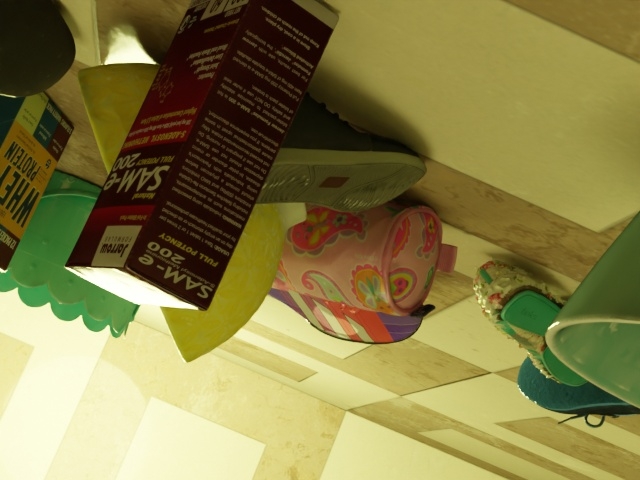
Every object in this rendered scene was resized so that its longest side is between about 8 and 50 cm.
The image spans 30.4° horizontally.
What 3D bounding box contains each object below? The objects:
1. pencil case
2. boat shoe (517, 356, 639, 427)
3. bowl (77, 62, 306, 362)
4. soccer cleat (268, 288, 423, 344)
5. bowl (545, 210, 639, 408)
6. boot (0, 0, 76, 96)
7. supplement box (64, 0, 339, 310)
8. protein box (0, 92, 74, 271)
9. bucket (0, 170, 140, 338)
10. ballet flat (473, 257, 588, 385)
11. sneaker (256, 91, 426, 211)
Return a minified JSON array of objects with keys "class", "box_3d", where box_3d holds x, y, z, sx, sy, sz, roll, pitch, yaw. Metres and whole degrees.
[{"class":"pencil case","box_3d":[0.000,0.000,1.267,0.284,0.124,0.124,11,162,37]},{"class":"boat shoe","box_3d":[0.356,0.191,1.466,0.089,0.109,0.258,27,168,-32]},{"class":"bowl","box_3d":[-0.105,-0.048,1.103,0.156,0.289,0.289,-21,167,-5]},{"class":"soccer cleat","box_3d":[-0.011,0.039,1.478,0.318,0.109,0.116,26,162,-4]},{"class":"bowl","box_3d":[0.330,0.045,0.813,0.311,0.163,0.311,22,167,5]},{"class":"boot","box_3d":[-0.332,-0.229,1.030,0.115,0.112,0.305,50,-172,33]},{"class":"supplement box","box_3d":[-0.089,-0.072,0.865,0.073,0.239,0.130,30,165,-27]},{"class":"protein box","box_3d":[-0.440,-0.102,1.397,0.199,0.201,0.136,19,166,14]},{"class":"bucket","box_3d":[-0.391,0.017,1.824,0.281,0.183,0.281,21,167,5]},{"class":"ballet flat","box_3d":[0.246,0.086,1.330,0.241,0.091,0.077,43,-174,-46]},{"class":"sneaker","box_3d":[-0.002,-0.096,1.022,0.222,0.118,0.083,3,146,-46]}]
